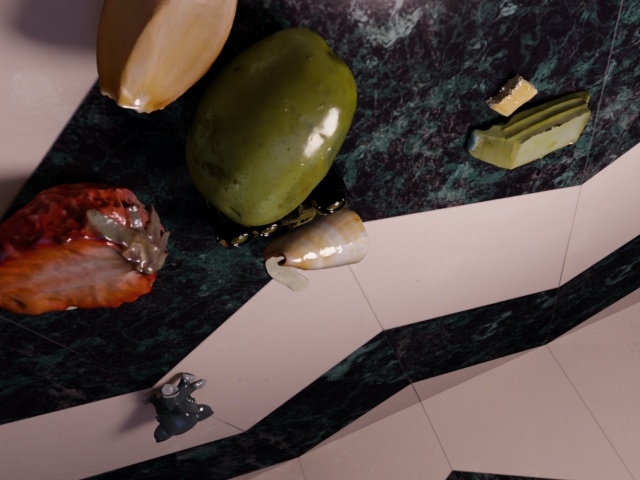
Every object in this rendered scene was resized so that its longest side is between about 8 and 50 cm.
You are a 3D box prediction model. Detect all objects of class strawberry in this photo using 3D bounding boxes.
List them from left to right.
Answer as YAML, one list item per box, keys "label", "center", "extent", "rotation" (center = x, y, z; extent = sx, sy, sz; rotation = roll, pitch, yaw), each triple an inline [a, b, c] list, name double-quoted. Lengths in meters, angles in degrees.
- label: "strawberry"
  center: [-0.429, 0.012, 0.876]
  extent: [0.335, 0.149, 0.265]
  rotation: [-17, 153, 9]

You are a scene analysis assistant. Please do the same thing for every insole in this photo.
- label: "insole"
  center: [-0.080, 0.083, 1.276]
  extent: [0.063, 0.010, 0.192]
  rotation: [-30, 145, 9]

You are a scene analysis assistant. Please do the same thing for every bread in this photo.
- label: "bread"
  center: [0.376, -0.283, 1.031]
  extent: [0.070, 0.035, 0.083]
  rotation: [8, 141, -37]

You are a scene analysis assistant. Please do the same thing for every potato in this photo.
- label: "potato"
  center: [-0.077, -0.158, 0.781]
  extent: [0.215, 0.216, 0.304]
  rotation: [11, 138, -39]

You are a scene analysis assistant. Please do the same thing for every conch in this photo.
- label: "conch"
  center: [0.004, -0.011, 1.071]
  extent: [0.255, 0.158, 0.127]
  rotation: [-11, 122, -55]

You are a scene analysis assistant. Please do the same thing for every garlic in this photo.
- label: "garlic"
  center: [-0.175, -0.262, 0.617]
  extent: [0.145, 0.164, 0.245]
  rotation: [26, 132, -27]

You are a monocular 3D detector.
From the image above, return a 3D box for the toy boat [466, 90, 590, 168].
- label: "toy boat"
  center: [0.452, -0.226, 1.108]
  extent: [0.276, 0.084, 0.111]
  rotation: [-19, 148, -8]

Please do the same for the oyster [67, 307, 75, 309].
- label: "oyster"
  center: [-0.487, 0.114, 1.056]
  extent: [0.098, 0.037, 0.100]
  rotation: [-8, 143, -20]

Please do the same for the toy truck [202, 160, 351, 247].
- label: "toy truck"
  center: [-0.079, -0.070, 0.981]
  extent: [0.256, 0.127, 0.127]
  rotation: [-21, 161, -6]

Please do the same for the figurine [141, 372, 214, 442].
- label: "figurine"
  center: [-0.398, 0.472, 1.512]
  extent: [0.193, 0.140, 0.265]
  rotation: [-24, 164, -30]
